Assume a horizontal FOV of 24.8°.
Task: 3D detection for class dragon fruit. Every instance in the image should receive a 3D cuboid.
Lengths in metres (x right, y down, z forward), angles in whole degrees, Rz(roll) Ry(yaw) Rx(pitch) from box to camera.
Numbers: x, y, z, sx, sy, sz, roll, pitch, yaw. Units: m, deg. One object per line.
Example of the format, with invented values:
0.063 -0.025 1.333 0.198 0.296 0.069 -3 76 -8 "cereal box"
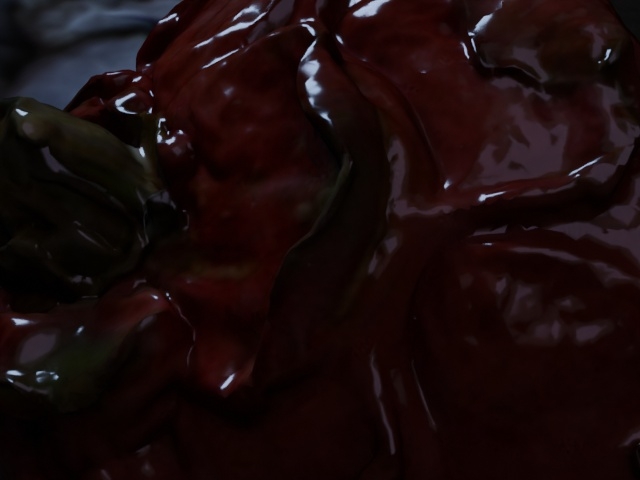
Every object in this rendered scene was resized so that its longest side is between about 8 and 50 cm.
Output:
0.000 0.000 0.428 0.205 0.152 0.317 -14 52 -24 "dragon fruit"

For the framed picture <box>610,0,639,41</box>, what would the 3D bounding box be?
0.107 -0.090 0.609 0.168 0.023 0.128 -6 47 -35 "framed picture"
